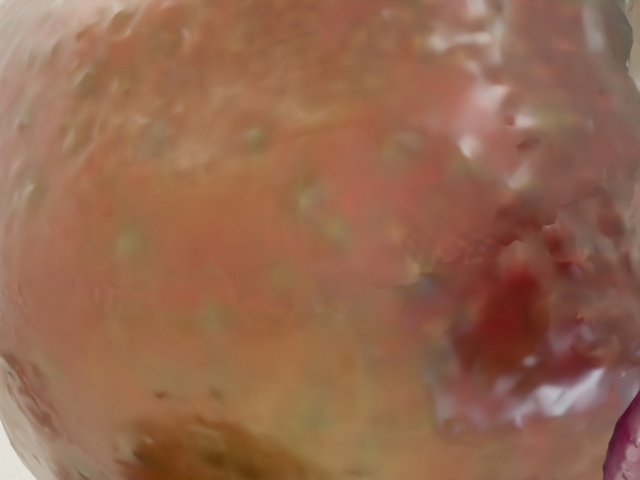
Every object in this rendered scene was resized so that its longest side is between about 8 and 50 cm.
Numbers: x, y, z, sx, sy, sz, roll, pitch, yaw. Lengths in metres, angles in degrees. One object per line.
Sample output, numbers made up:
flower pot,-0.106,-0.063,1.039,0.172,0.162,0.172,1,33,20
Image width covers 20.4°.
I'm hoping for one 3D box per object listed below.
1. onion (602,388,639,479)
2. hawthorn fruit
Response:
onion,0.143,0.080,0.537,0.115,0.115,0.104,9,0,7
hawthorn fruit,0.000,0.000,0.835,0.403,0.403,0.403,9,-6,1
